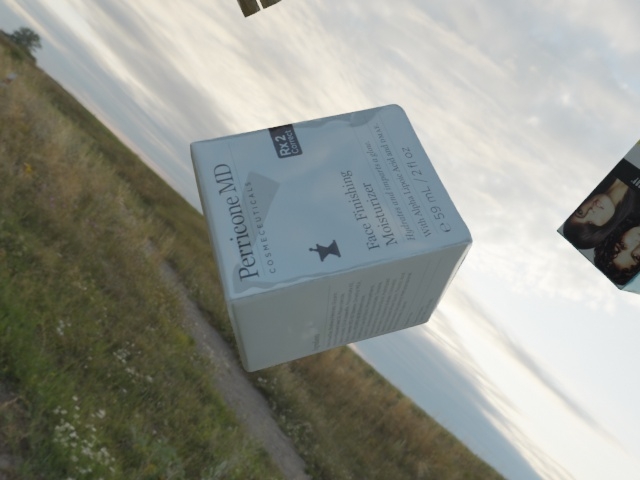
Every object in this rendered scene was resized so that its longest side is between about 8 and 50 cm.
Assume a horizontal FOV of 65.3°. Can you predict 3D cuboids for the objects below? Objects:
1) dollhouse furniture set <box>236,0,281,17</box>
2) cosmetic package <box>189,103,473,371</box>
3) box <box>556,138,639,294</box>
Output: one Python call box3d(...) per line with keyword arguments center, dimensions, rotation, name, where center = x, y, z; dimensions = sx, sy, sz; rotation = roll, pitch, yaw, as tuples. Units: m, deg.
box3d(center=(0.000, -0.379, 0.539), dimensions=(0.242, 0.212, 0.161), rotation=(29, -30, 60), name="dollhouse furniture set")
box3d(center=(0.000, 0.000, 0.435), dimensions=(0.151, 0.184, 0.151), rotation=(95, -22, -57), name="cosmetic package")
box3d(center=(0.362, -0.067, 0.491), dimensions=(0.060, 0.244, 0.100), rotation=(12, 33, -34), name="box")
